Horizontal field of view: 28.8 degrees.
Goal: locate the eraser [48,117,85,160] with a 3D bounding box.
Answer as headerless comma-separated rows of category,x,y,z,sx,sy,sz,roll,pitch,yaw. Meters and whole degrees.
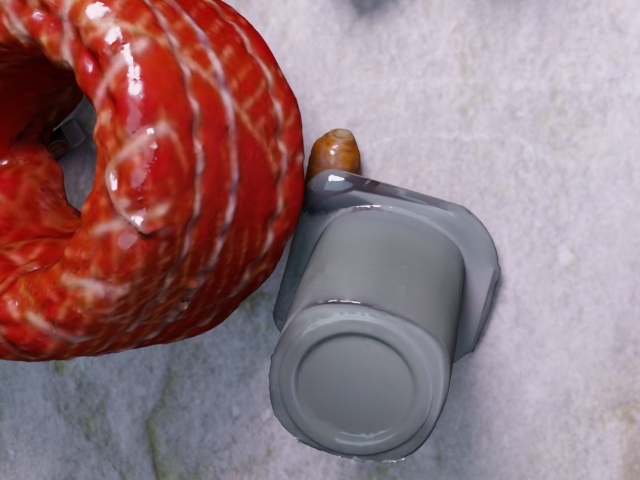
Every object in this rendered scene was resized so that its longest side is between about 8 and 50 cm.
eraser,-0.270,-0.088,1.235,0.099,0.019,0.027,-30,93,25

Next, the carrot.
carrot,0.000,0.000,1.146,0.048,0.048,0.216,17,115,16

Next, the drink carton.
drink carton,0.049,0.068,1.047,0.191,0.189,0.185,18,113,2

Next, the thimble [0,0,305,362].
thimble,-0.200,-0.064,1.053,0.350,0.230,0.350,5,98,33
